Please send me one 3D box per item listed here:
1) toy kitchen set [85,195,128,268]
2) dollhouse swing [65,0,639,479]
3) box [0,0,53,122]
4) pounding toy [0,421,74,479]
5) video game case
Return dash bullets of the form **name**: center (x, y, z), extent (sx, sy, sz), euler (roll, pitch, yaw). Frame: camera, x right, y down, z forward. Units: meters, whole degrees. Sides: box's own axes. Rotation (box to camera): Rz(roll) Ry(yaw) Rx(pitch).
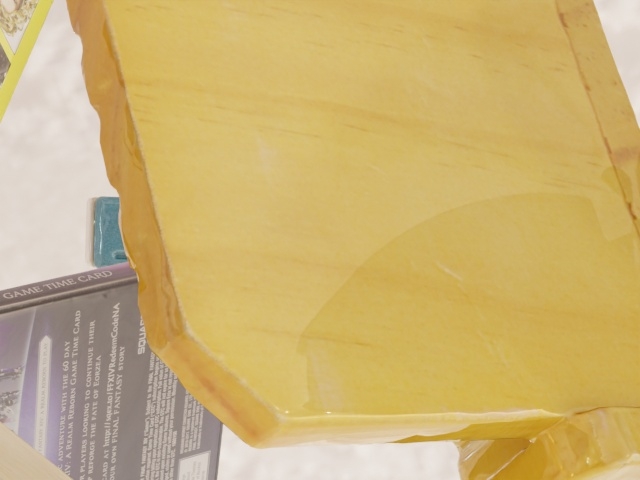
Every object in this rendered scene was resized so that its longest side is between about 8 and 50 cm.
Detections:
- **toy kitchen set**: center (-0.093, -0.080, 1.325), extent (0.122, 0.207, 0.166), euler (1, 0, -15)
- **dollhouse swing**: center (0.000, 0.000, 0.946), extent (0.305, 0.347, 0.315), euler (-5, -24, -25)
- **box**: center (-0.168, -0.041, 0.669), extent (0.087, 0.058, 0.232), euler (-2, 48, 18)
- **pounding toy**: center (-0.096, 0.097, 0.409), extent (0.130, 0.141, 0.100), euler (-19, 50, 20)
- **video game case**: center (-0.173, 0.115, 1.093), extent (0.274, 0.196, 0.026), euler (-12, 32, -34)
